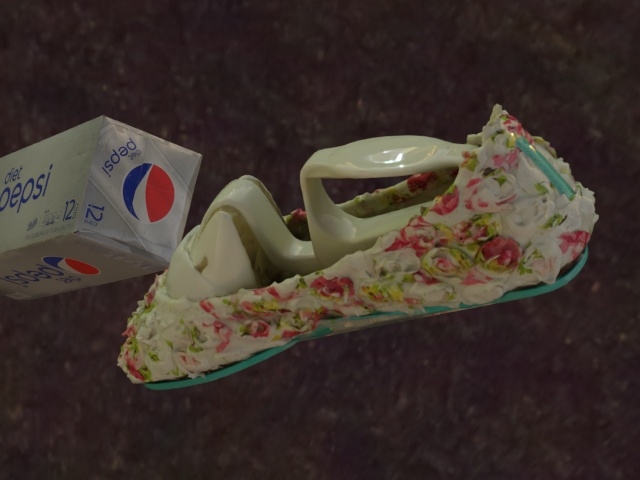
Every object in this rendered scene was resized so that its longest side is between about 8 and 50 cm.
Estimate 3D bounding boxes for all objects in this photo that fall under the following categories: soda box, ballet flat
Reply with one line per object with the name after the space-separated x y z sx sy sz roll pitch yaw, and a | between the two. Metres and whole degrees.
-0.213 -0.019 1.157 0.091 0.286 0.098 21 71 -31 | soda box
0.000 0.000 0.604 0.077 0.241 0.091 60 31 -22 | ballet flat
